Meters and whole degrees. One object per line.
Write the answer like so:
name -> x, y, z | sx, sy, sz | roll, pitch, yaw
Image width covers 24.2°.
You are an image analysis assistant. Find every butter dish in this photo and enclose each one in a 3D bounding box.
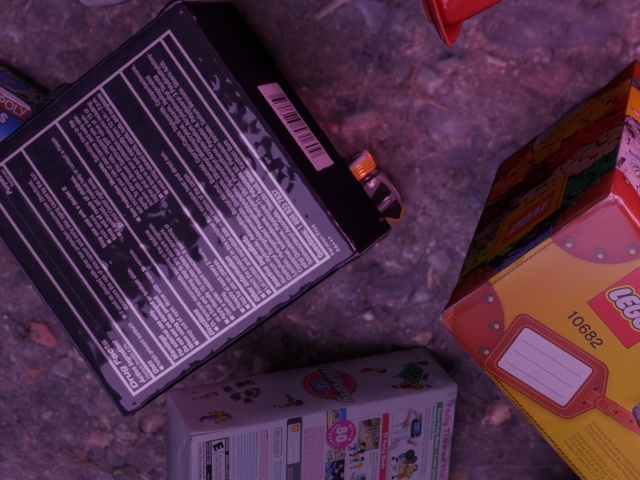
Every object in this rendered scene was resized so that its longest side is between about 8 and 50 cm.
butter dish -> 0.145, -0.280, 1.389 | 0.118, 0.160, 0.160 | -14, 109, 17

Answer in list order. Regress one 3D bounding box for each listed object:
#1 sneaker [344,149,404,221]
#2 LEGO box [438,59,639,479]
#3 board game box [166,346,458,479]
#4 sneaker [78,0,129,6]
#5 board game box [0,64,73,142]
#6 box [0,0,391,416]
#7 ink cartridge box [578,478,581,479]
sneaker -> 0.000, 0.000, 1.600 | 0.083, 0.084, 0.215 | 42, 117, -11
LEGO box -> 0.366, 0.123, 1.390 | 0.193, 0.372, 0.500 | -38, 100, 26
board game box -> -0.010, 0.255, 1.619 | 0.303, 0.097, 0.224 | -8, 117, -21
sneaker -> -0.181, -0.286, 1.519 | 0.190, 0.083, 0.071 | -22, 108, 24
board game box -> -0.318, -0.115, 1.647 | 0.194, 0.060, 0.194 | 34, 117, -1
box -> -0.141, -0.038, 1.488 | 0.294, 0.183, 0.296 | -35, 89, 16
ink cartridge box -> 0.388, 0.394, 1.562 | 0.207, 0.119, 0.353 | -35, 82, 9
